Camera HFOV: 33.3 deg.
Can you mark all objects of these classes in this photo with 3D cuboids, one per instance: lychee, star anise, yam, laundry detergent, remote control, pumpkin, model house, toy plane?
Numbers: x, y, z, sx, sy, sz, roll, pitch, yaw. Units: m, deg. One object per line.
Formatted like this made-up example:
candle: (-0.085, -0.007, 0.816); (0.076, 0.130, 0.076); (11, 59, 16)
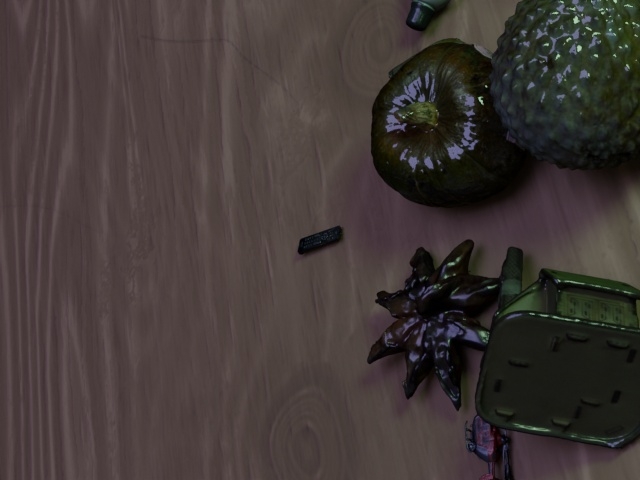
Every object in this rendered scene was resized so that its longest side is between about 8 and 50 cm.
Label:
lychee: (0.355, -0.225, 1.430); (0.274, 0.255, 0.255); (91, 155, -45)
star anise: (0.164, 0.114, 1.575); (0.272, 0.103, 0.271); (-16, 62, 33)
yam: (0.183, -0.284, 1.742); (0.146, 0.070, 0.069); (-27, 57, 34)
laundry detergent: (0.202, -0.458, 1.793); (0.099, 0.070, 0.225); (23, 89, 39)
remote control: (0.000, 0.000, 1.837); (0.091, 0.016, 0.034); (-20, 45, 36)
pumpkin: (0.182, -0.172, 1.614); (0.260, 0.189, 0.260); (-18, 62, 39)
model house: (0.330, 0.099, 1.427); (0.278, 0.219, 0.204); (-74, -7, -51)
toy plane: (0.237, 0.292, 1.487); (0.060, 0.037, 0.145); (-17, 58, 26)
